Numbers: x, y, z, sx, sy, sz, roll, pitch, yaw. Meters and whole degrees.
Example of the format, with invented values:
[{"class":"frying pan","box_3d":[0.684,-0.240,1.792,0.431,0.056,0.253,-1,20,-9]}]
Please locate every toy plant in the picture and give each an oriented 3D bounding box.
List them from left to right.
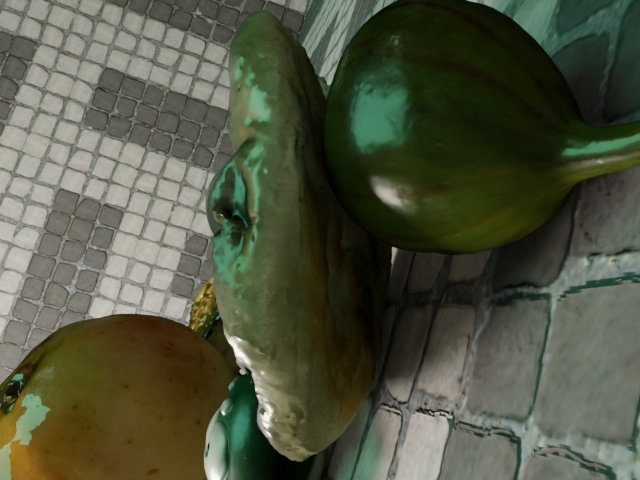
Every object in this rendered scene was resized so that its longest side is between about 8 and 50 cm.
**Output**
[{"class":"toy plant","box_3d":[-0.055,0.208,0.686,0.232,0.113,0.243,139,142,-73]}]

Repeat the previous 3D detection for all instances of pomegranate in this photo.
[{"class":"pomegranate","box_3d":[-0.286,0.306,1.055,0.411,0.412,0.411,-161,90,-79]}]

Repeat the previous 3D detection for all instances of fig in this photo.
[{"class":"fig","box_3d":[0.112,-0.054,0.377,0.259,0.151,0.151,15,86,48]}]

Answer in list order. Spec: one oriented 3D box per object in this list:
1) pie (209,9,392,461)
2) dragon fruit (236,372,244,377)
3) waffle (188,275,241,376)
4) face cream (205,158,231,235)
[{"class":"pie","box_3d":[0.000,0.000,0.549,0.337,0.075,0.337,-6,-90,-75]},{"class":"dragon fruit","box_3d":[-0.213,0.338,1.293,0.125,0.125,0.246,27,77,47]},{"class":"waffle","box_3d":[-0.166,0.128,1.337,0.212,0.091,0.308,-54,15,15]},{"class":"face cream","box_3d":[-0.100,-0.061,1.200,0.153,0.177,0.177,-128,57,-80]}]
